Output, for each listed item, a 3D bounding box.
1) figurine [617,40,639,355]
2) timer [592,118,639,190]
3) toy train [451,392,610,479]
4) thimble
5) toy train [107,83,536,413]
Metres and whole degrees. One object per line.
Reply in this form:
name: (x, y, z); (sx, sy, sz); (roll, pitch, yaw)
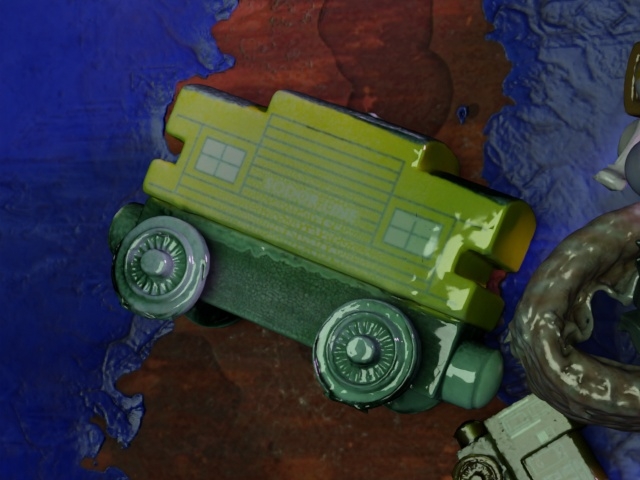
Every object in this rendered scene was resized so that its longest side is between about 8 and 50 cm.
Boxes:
figurine: (0.329, -0.068, 1.249); (0.186, 0.261, 0.382); (-8, 77, 54)
timer: (0.335, -0.165, 1.425); (0.175, 0.175, 0.266); (28, 101, 20)
toy train: (0.221, 0.253, 1.483); (0.137, 0.090, 0.225); (-33, 76, 13)
thimble: (0.293, 0.076, 1.407); (0.229, 0.148, 0.196); (-29, 74, -5)
toy train: (0.000, 0.000, 1.546); (0.442, 0.179, 0.272); (21, 88, 22)
